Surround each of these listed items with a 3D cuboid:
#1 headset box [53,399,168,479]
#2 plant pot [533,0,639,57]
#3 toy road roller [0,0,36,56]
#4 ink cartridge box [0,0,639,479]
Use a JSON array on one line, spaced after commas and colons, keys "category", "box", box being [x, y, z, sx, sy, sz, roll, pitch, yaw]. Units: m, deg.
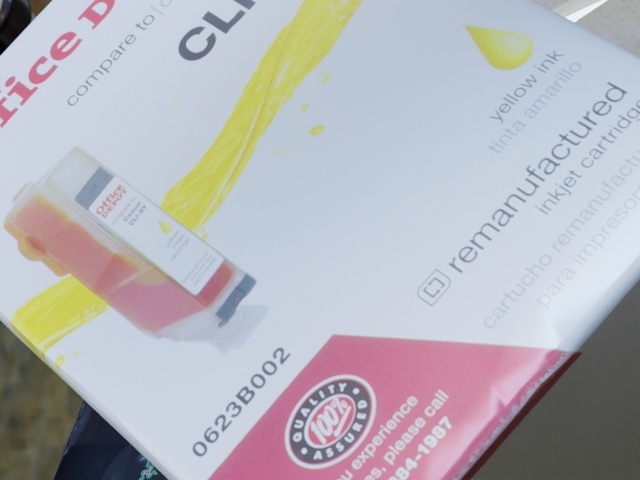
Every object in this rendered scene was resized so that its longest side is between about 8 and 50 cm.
[{"category": "headset box", "box": [-0.126, 0.274, 1.551, 0.131, 0.246, 0.283, 47, 49, -38]}, {"category": "plant pot", "box": [0.283, -0.156, 1.533, 0.305, 0.334, 0.333, -25, 102, -1]}, {"category": "toy road roller", "box": [-0.375, -0.100, 1.571, 0.330, 0.202, 0.240, -1, 71, 12]}, {"category": "ink cartridge box", "box": [0.000, 0.000, 0.882, 0.279, 0.385, 0.160, -48, 142, -8]}]
